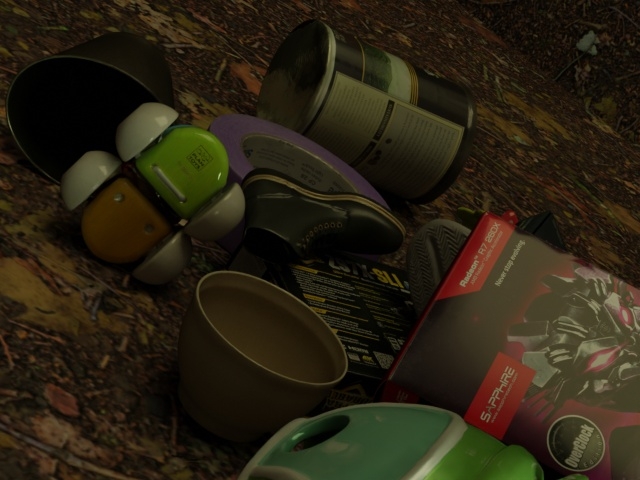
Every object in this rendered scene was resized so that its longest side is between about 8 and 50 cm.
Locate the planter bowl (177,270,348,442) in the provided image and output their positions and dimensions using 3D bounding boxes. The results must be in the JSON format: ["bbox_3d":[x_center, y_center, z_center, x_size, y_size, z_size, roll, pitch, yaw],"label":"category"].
[{"bbox_3d":[-0.071,0.121,1.193,0.162,0.109,0.162,28,22,-13],"label":"planter bowl"}]

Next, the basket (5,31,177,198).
[{"bbox_3d":[-0.251,-0.163,1.499,0.204,0.154,0.227,30,19,-10],"label":"basket"}]

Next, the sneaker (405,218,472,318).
[{"bbox_3d":[0.234,0.109,1.442,0.321,0.124,0.180,53,24,18],"label":"sneaker"}]

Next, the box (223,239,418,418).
[{"bbox_3d":[0.074,0.119,1.437,0.322,0.079,0.257,17,25,-35],"label":"box"}]

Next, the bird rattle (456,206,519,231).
[{"bbox_3d":[0.252,0.059,1.802,0.253,0.143,0.207,21,33,-59],"label":"bird rattle"}]

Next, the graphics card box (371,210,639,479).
[{"bbox_3d":[0.268,0.153,1.250,0.370,0.094,0.233,29,61,10],"label":"graphics card box"}]

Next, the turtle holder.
[{"bbox_3d":[0.031,0.263,0.933,0.227,0.243,0.320,25,59,21],"label":"turtle holder"}]

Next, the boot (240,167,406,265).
[{"bbox_3d":[0.000,0.000,1.406,0.197,0.077,0.137,15,29,-8],"label":"boot"}]

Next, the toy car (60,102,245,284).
[{"bbox_3d":[-0.172,-0.056,1.343,0.159,0.182,0.136,48,14,-10],"label":"toy car"}]

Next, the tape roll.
[{"bbox_3d":[-0.041,-0.049,1.614,0.274,0.090,0.275,28,22,-12],"label":"tape roll"}]

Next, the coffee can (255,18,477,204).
[{"bbox_3d":[0.069,-0.191,1.907,0.275,0.202,0.201,20,25,-29],"label":"coffee can"}]

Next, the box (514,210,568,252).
[{"bbox_3d":[0.309,0.092,1.675,0.233,0.059,0.183,67,25,-5],"label":"box"}]
